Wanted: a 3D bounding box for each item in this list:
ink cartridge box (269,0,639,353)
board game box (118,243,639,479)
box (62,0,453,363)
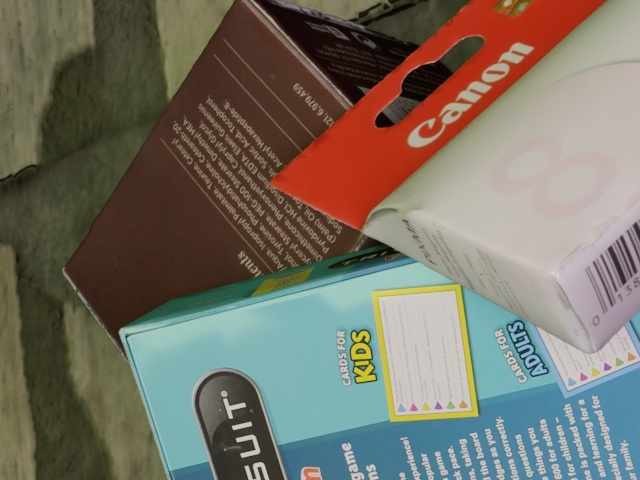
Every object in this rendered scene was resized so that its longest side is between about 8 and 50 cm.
[{"bbox_3d":[0.096,-0.065,0.761,0.189,0.066,0.232,-42,43,-16],"label":"ink cartridge box"},{"bbox_3d":[0.104,0.114,0.802,0.336,0.079,0.253,-15,96,19],"label":"board game box"},{"bbox_3d":[0.000,0.000,0.967,0.167,0.168,0.203,49,114,32],"label":"box"}]
